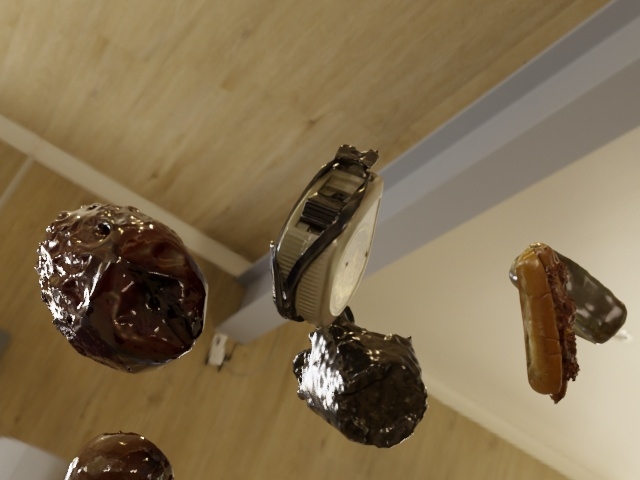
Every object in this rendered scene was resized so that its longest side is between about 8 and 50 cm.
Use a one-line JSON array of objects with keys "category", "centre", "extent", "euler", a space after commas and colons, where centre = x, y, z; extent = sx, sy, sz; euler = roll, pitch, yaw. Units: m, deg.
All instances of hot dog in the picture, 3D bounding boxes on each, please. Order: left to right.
[{"category": "hot dog", "centre": [0.341, 0.124, 1.216], "extent": [0.076, 0.102, 0.249], "euler": [-1, -74, 29]}]

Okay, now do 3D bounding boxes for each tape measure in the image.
[{"category": "tape measure", "centre": [0.000, 0.000, 1.367], "extent": [0.133, 0.231, 0.271], "euler": [23, -55, 16]}]

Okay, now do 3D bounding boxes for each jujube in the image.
[{"category": "jujube", "centre": [-0.339, 0.070, 1.373], "extent": [0.377, 0.258, 0.258], "euler": [23, -23, 42]}]

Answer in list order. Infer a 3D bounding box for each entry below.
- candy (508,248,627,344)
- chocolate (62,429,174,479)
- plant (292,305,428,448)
[{"category": "candy", "centre": [0.484, 0.107, 1.612], "extent": [0.234, 0.102, 0.104], "euler": [40, -11, -12]}, {"category": "chocolate", "centre": [-0.235, 0.283, 0.976], "extent": [0.124, 0.127, 0.133], "euler": [29, -54, -8]}, {"category": "plant", "centre": [0.071, 0.242, 1.494], "extent": [0.188, 0.199, 0.276], "euler": [11, 13, -23]}]
